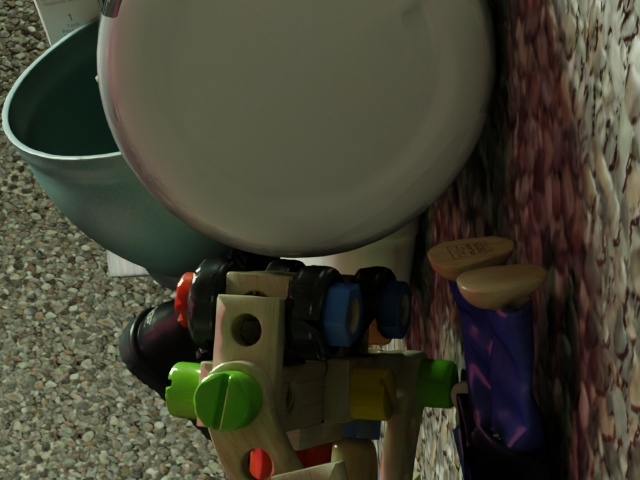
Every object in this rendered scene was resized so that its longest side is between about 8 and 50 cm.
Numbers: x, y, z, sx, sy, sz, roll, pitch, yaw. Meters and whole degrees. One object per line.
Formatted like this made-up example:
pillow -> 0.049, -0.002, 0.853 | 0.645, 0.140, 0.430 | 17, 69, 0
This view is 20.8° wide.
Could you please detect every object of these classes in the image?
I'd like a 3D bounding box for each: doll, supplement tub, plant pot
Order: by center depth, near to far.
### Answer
doll -> 0.084, 0.094, 0.823 | 0.129, 0.046, 0.189 | -132, 33, -65
supplement tub -> -0.028, -0.115, 1.026 | 0.338, 0.207, 0.207 | -123, 32, -79
plant pot -> -0.106, -0.079, 1.545 | 0.293, 0.293, 0.196 | -103, -8, -57

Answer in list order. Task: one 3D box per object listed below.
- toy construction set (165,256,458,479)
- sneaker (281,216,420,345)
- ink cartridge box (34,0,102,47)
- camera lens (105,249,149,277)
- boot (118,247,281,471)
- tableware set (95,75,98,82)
toy construction set -> -0.002, 0.119, 0.935 | 0.327, 0.151, 0.215 | 0, -87, -86
sneaker -> 0.000, 0.000, 1.251 | 0.290, 0.106, 0.123 | -120, 31, -73
ink cartridge box -> -0.251, -0.347, 1.675 | 0.261, 0.066, 0.296 | 79, -178, -49
camera lens -> -0.125, -0.102, 1.799 | 0.219, 0.219, 0.274 | 172, 96, -83
boot -> -0.031, 0.111, 1.505 | 0.207, 0.246, 0.094 | -31, 28, 47
tableware set -> -0.094, -0.183, 1.471 | 0.128, 0.194, 0.039 | 25, 144, 49
